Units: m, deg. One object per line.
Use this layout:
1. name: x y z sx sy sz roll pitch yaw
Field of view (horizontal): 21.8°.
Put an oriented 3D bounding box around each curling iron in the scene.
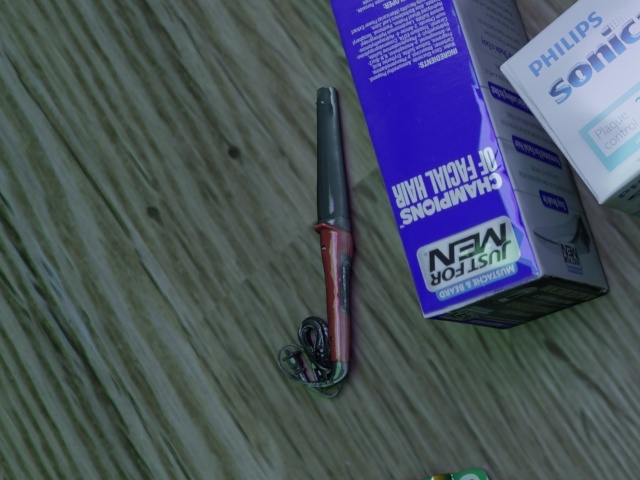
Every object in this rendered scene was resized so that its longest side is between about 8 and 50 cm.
1. curling iron: 0.000 0.000 1.453 0.068 0.035 0.274 0 85 25

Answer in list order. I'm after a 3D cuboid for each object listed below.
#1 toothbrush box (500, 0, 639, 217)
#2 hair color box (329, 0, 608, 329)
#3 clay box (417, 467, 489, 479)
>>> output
1. toothbrush box: 0.287 -0.123 1.187 0.216 0.295 0.126 -39 70 16
2. hair color box: 0.111 -0.106 1.329 0.110 0.185 0.338 -23 75 22
3. clay box: 0.048 0.278 1.393 0.222 0.053 0.127 -21 77 23
